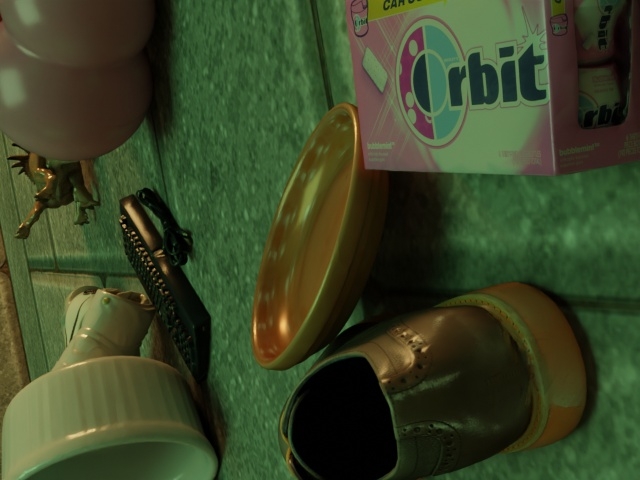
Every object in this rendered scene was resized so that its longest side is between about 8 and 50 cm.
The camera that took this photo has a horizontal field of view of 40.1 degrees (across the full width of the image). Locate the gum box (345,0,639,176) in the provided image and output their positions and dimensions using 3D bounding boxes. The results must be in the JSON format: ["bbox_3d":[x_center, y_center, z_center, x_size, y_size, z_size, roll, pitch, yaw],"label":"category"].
[{"bbox_3d":[0.088,-0.093,0.469,0.188,0.062,0.107,11,111,63],"label":"gum box"}]

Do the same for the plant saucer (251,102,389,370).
[{"bbox_3d":[0.000,0.000,0.639,0.200,0.037,0.200,-162,90,-75],"label":"plant saucer"}]

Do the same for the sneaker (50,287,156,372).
[{"bbox_3d":[-0.287,0.167,1.320,0.292,0.108,0.169,75,-142,-71],"label":"sneaker"}]

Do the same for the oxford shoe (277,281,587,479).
[{"bbox_3d":[0.020,0.117,0.613,0.364,0.132,0.130,-46,59,60],"label":"oxford shoe"}]

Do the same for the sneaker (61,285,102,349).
[{"bbox_3d":[-0.377,0.249,1.497,0.146,0.122,0.331,7,107,65],"label":"sneaker"}]

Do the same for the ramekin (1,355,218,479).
[{"bbox_3d":[-0.283,0.270,1.154,0.277,0.277,0.135,110,148,-48],"label":"ramekin"}]

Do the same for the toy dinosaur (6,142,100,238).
[{"bbox_3d":[-0.477,-0.132,1.557,0.295,0.127,0.200,-45,53,54],"label":"toy dinosaur"}]

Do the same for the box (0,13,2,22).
[{"bbox_3d":[-0.417,-0.278,1.199,0.128,0.256,0.123,58,140,35],"label":"box"}]

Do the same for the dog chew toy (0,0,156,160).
[{"bbox_3d":[-0.287,-0.260,1.030,0.207,0.206,0.332,56,139,39],"label":"dog chew toy"}]

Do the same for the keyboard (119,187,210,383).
[{"bbox_3d":[-0.220,0.033,1.192,0.317,0.033,0.202,48,141,46],"label":"keyboard"}]
